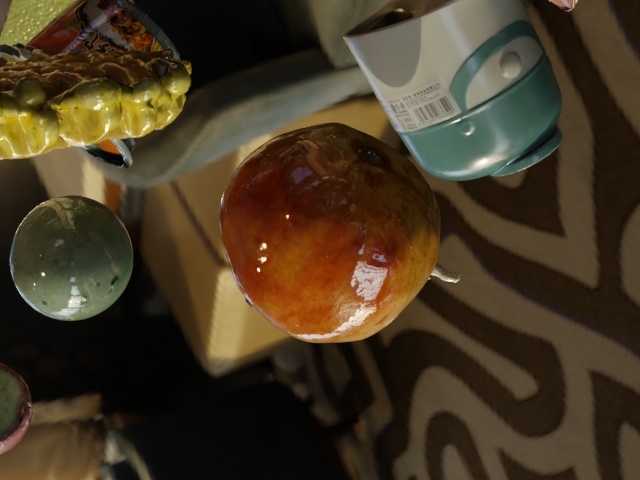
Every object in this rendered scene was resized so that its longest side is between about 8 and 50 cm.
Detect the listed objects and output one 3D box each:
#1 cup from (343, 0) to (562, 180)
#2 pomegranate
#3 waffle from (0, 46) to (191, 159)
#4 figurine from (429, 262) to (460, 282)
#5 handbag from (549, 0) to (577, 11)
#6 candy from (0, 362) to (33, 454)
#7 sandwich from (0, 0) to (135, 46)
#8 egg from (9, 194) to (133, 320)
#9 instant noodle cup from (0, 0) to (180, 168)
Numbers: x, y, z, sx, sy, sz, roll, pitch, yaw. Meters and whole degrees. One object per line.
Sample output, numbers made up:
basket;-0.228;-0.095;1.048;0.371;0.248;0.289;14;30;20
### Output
cup;0.160;-0.218;1.627;0.290;0.219;0.257;5;129;61
pomegranate;0.000;0.000;1.463;0.252;0.229;0.270;40;123;5
waffle;-0.238;-0.095;0.898;0.329;0.329;0.062;22;119;61
figurine;0.138;0.041;1.733;0.064;0.109;0.047;-69;-6;-76
handbag;0.296;-0.434;1.807;0.212;0.059;0.157;37;163;31
candy;-0.346;0.172;1.281;0.103;0.103;0.043;62;155;23
sandwich;-0.342;-0.249;1.564;0.063;0.245;0.212;-87;-13;-52
egg;-0.347;0.024;1.758;0.236;0.169;0.169;-119;19;-69
instant noodle cup;-0.224;-0.176;1.289;0.177;0.125;0.208;39;167;3
